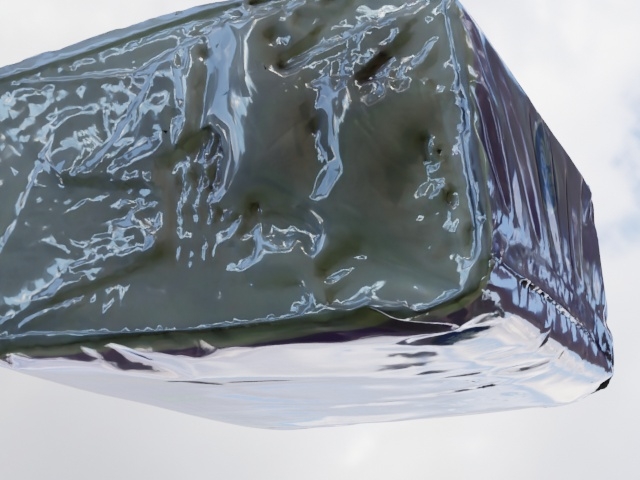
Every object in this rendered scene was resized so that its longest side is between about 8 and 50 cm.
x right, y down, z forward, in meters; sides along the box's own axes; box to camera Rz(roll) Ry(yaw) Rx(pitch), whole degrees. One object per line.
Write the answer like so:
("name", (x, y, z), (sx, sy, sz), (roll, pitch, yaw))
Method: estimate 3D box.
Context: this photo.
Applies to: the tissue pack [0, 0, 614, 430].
("tissue pack", (0.000, 0.000, 0.809), (0.242, 0.160, 0.338), (-8, -14, 16))
